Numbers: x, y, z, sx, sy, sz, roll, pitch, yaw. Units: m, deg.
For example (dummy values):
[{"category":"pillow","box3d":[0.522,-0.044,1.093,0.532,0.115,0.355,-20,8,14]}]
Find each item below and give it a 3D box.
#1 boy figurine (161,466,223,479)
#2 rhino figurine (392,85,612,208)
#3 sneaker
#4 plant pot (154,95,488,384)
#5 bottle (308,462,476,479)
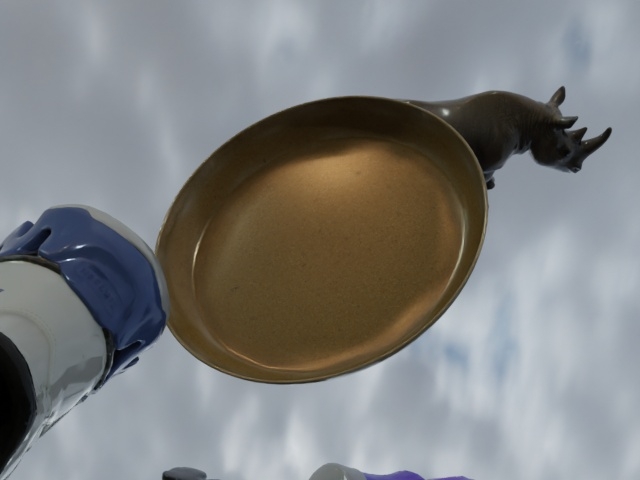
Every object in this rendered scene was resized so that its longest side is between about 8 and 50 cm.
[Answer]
[{"category":"boy figurine","box3d":[-0.195,0.443,1.544,0.177,0.092,0.285,18,-87,24]},{"category":"rhino figurine","box3d":[0.135,-0.082,1.028,0.243,0.073,0.106,-6,-56,0]},{"category":"sneaker","box3d":[-0.237,0.109,0.633,0.315,0.182,0.127,-38,-86,27]},{"category":"plant pot","box3d":[0.000,0.000,0.802,0.236,0.236,0.032,13,-29,28]},{"category":"bottle","box3d":[0.111,0.248,0.929,0.283,0.118,0.092,27,-26,-28]}]
